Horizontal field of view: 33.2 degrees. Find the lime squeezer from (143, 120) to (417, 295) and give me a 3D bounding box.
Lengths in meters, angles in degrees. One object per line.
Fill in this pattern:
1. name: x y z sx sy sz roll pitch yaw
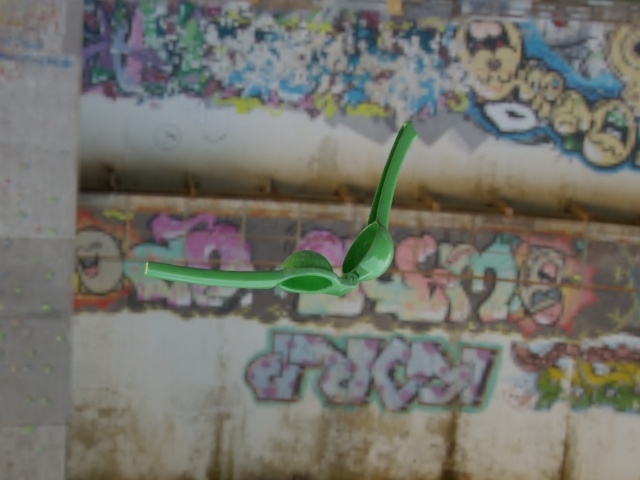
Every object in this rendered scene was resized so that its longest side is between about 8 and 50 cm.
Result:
1. lime squeezer: 0.000 0.000 0.938 0.310 0.110 0.059 -30 -166 -31
